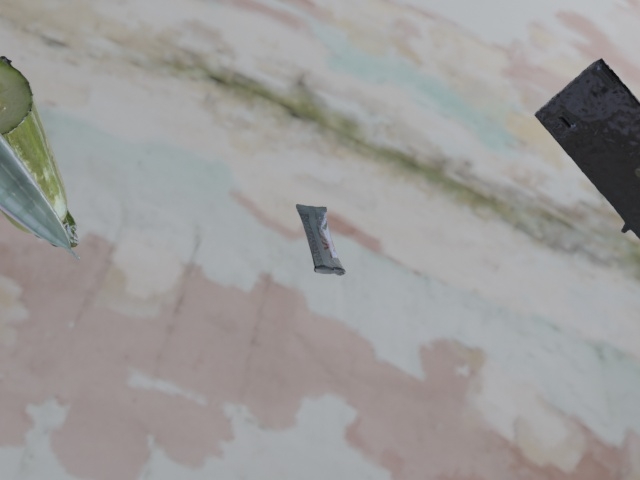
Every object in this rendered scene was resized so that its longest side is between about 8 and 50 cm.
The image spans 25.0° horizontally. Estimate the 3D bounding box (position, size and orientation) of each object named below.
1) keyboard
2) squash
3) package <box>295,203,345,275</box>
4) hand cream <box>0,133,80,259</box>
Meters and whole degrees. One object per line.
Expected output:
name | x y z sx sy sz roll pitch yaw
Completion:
keyboard | 0.352 -0.037 1.471 0.317 0.106 0.027 51 -152 5
squash | -0.393 -0.084 1.891 0.137 0.287 0.137 -16 -150 9
package | 0.000 0.000 1.573 0.037 0.110 0.015 1 -131 17
hand cream | -0.262 -0.062 1.135 0.205 0.050 0.078 49 169 -14
